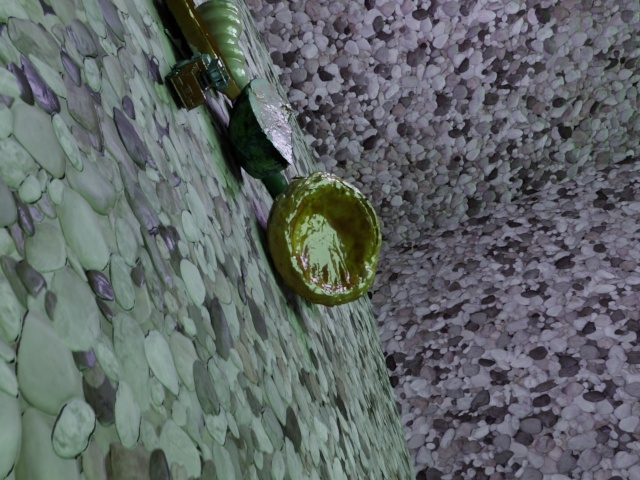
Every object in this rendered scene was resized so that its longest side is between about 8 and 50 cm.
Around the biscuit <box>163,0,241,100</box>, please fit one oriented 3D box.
[{"bbox_3d":[-0.311,-0.512,1.538,0.343,0.057,0.287,62,4,28],"label":"biscuit"}]

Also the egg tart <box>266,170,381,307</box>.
[{"bbox_3d":[0.000,0.000,1.723,0.169,0.388,0.387,-19,-87,53],"label":"egg tart"}]

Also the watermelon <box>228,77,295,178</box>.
[{"bbox_3d":[-0.153,-0.284,1.627,0.305,0.180,0.224,-96,-174,-47],"label":"watermelon"}]

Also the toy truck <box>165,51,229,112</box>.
[{"bbox_3d":[-0.261,-0.359,1.355,0.177,0.115,0.080,-102,168,-61],"label":"toy truck"}]

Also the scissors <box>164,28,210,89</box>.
[{"bbox_3d":[-0.325,-0.450,1.522,0.212,0.021,0.110,54,13,-66],"label":"scissors"}]

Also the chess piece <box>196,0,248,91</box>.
[{"bbox_3d":[-0.274,-0.531,1.752,0.144,0.145,0.251,46,31,-73],"label":"chess piece"}]

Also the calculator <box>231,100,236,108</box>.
[{"bbox_3d":[-0.234,-0.353,1.887,0.190,0.034,0.126,67,4,-64],"label":"calculator"}]

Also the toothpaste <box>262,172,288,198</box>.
[{"bbox_3d":[-0.142,-0.181,1.975,0.392,0.061,0.098,60,32,-45],"label":"toothpaste"}]
